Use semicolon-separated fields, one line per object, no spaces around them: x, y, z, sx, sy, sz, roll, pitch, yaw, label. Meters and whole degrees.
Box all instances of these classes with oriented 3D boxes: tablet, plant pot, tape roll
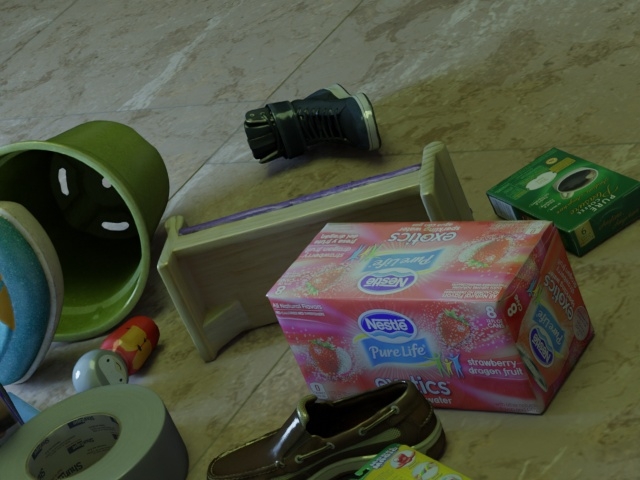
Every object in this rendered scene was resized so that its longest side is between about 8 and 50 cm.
-0.379;0.211;2.132;0.054;0.006;0.083;-24;34;-38;tablet
-0.322;-0.039;2.331;0.276;0.276;0.254;-14;17;18;plant pot
-0.258;0.253;1.920;0.219;0.072;0.219;-19;28;11;tape roll

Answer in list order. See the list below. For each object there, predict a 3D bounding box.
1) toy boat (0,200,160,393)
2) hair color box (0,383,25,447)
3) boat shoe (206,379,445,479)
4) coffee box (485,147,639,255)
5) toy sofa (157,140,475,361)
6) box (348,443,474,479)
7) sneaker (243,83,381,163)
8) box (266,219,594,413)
-0.359;0.096;2.141;0.318;0.267;0.148;22;35;13;toy boat
-0.515;0.246;1.974;0.339;0.185;0.110;-33;55;-9;hair color box
-0.006;0.198;1.792;0.257;0.095;0.095;-17;28;12;boat shoe
0.290;-0.048;2.060;0.113;0.040;0.184;-33;28;-16;coffee box
0.000;0.000;2.086;0.362;0.150;0.177;-15;29;16;toy sofa
0.090;0.259;1.659;0.105;0.043;0.179;-36;35;-23;box
-0.015;-0.152;2.421;0.163;0.086;0.226;-18;16;-13;sneaker
0.115;0.077;1.854;0.300;0.154;0.142;1;36;37;box
